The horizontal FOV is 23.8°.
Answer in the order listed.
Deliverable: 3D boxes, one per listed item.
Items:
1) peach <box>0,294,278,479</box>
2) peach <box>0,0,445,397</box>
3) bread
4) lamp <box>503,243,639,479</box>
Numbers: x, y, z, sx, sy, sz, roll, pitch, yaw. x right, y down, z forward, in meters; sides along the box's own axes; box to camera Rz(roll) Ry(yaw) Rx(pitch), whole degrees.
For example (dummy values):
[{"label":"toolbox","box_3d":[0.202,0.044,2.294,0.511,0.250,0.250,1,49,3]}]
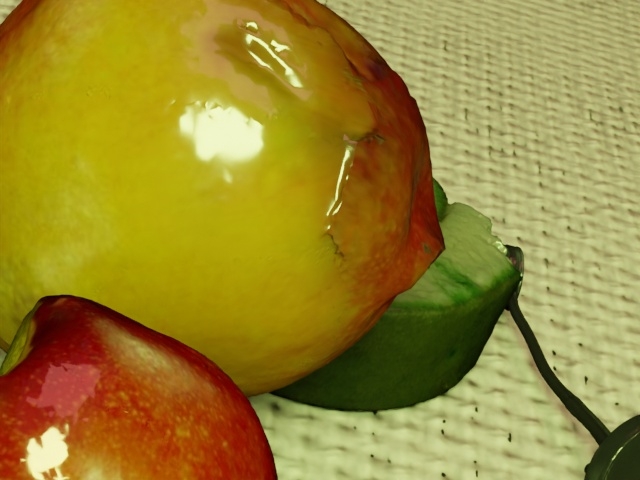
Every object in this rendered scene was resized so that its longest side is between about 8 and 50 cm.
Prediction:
[{"label":"peach","box_3d":[-0.143,0.162,0.937,0.245,0.274,0.248,-2,41,-25]},{"label":"peach","box_3d":[-0.095,-0.037,1.094,0.373,0.372,0.290,30,22,19]},{"label":"bread","box_3d":[0.000,0.000,1.417,0.382,0.129,0.366,14,30,-6]},{"label":"lamp","box_3d":[0.241,0.125,1.398,0.109,0.130,0.371,5,21,-13]}]
